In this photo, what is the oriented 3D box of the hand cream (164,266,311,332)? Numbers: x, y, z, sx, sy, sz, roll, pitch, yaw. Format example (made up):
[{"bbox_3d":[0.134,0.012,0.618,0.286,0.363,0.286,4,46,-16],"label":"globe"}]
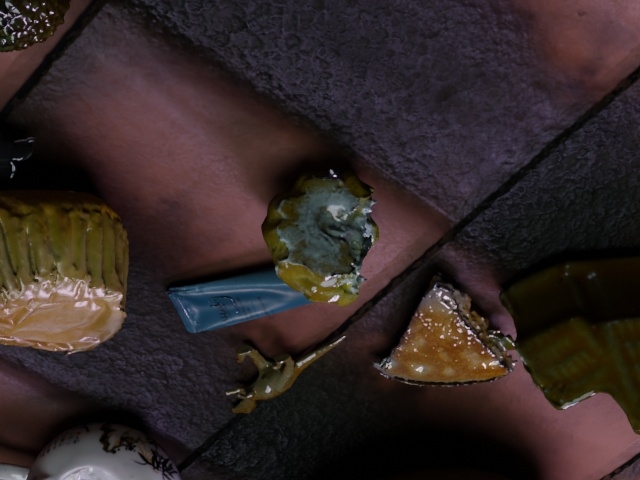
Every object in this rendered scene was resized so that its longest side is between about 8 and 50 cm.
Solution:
[{"bbox_3d":[-0.069,0.061,1.527,0.224,0.048,0.083,-14,132,13],"label":"hand cream"}]

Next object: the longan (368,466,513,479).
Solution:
[{"bbox_3d":[0.164,0.498,1.683,0.435,0.404,0.404,0,129,-6],"label":"longan"}]

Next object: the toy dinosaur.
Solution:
[{"bbox_3d":[-0.044,0.175,1.626,0.162,0.039,0.126,-9,140,-4],"label":"toy dinosaur"}]

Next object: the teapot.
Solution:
[{"bbox_3d":[-0.300,0.339,1.637,0.299,0.166,0.208,11,108,-6],"label":"teapot"}]

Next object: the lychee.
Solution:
[{"bbox_3d":[-0.306,-0.255,1.174,0.171,0.171,0.171,-3,130,-3],"label":"lychee"}]

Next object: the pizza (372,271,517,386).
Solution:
[{"bbox_3d":[0.151,0.108,1.575,0.185,0.052,0.195,-3,134,7],"label":"pizza"}]

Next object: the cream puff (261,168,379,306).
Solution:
[{"bbox_3d":[0.000,0.000,1.423,0.121,0.156,0.156,5,130,9],"label":"cream puff"}]

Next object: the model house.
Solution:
[{"bbox_3d":[0.364,0.146,1.503,0.268,0.239,0.173,-8,130,0],"label":"model house"}]

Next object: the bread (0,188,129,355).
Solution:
[{"bbox_3d":[-0.321,0.038,1.389,0.240,0.139,0.240,-12,155,-6],"label":"bread"}]

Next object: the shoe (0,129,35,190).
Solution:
[{"bbox_3d":[-0.352,-0.097,1.352,0.099,0.071,0.169,-4,134,-6],"label":"shoe"}]
